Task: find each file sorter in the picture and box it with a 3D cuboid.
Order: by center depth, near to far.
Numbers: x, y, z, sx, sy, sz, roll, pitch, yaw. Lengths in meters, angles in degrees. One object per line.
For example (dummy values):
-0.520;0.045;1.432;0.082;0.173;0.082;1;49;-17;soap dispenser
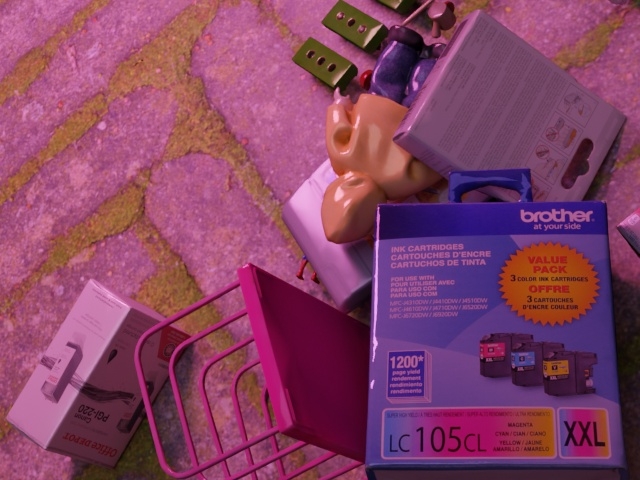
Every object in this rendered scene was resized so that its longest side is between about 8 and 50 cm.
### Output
-0.056;0.191;1.584;0.182;0.291;0.202;-28;60;20;file sorter

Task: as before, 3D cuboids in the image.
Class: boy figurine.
0.086;-0.118;1.665;0.177;0.092;0.285;22;80;0;boy figurine

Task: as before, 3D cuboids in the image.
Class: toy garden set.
0.103;-0.292;1.818;0.244;0.049;0.204;-51;45;0;toy garden set

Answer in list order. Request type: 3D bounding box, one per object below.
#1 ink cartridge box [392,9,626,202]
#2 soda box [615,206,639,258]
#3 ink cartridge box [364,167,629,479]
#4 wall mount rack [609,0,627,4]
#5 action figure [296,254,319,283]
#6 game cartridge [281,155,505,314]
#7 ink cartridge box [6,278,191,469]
0.230;-0.139;1.632;0.189;0.232;0.066;-59;15;-15;ink cartridge box
0.446;0.060;1.480;0.083;0.092;0.263;-41;57;7;soda box
0.192;0.103;1.497;0.270;0.151;0.395;-1;54;7;ink cartridge box
0.322;-0.449;1.591;0.350;0.304;0.130;-45;26;31;wall mount rack
0.000;0.000;1.781;0.038;0.030;0.115;11;74;26;action figure
0.102;-0.063;1.720;0.297;0.062;0.198;-36;63;4;game cartridge
-0.294;0.182;1.789;0.092;0.158;0.218;31;87;33;ink cartridge box
